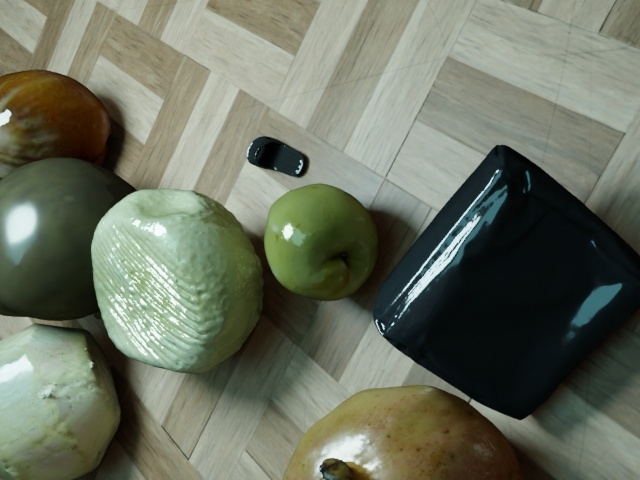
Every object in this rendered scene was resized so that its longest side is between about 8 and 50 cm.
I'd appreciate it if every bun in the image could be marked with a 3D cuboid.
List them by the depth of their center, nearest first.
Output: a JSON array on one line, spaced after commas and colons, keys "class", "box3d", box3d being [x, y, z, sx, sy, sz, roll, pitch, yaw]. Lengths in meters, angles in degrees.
[{"class": "bun", "box3d": [-0.249, 0.072, 1.442, 0.349, 0.227, 0.352, 45, 128, 22]}]

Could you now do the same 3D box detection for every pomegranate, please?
[{"class": "pomegranate", "box3d": [0.093, 0.349, 1.028, 0.338, 0.338, 0.338, -10, 74, 40]}]

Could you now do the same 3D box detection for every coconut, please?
[{"class": "coconut", "box3d": [-0.595, 0.355, 1.647, 0.352, 0.352, 0.353, -10, 74, 40]}]

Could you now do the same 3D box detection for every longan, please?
[{"class": "longan", "box3d": [-0.546, 0.003, 1.643, 0.404, 0.336, 0.404, -32, 21, 14]}]

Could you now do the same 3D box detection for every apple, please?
[{"class": "apple", "box3d": [0.000, 0.000, 1.280, 0.200, 0.200, 0.200, -10, 74, 40]}]

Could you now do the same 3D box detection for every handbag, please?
[{"class": "handbag", "box3d": [0.259, 0.058, 1.066, 0.302, 0.275, 0.178, -54, 7, 21]}]

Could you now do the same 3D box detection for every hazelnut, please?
[{"class": "hazelnut", "box3d": [-0.668, -0.231, 1.821, 0.315, 0.372, 0.372, 35, 106, 11]}]

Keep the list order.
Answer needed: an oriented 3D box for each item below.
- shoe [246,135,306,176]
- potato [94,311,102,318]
[{"class": "shoe", "box3d": [-0.095, -0.161, 1.483, 0.159, 0.053, 0.062, 24, 100, 39]}, {"class": "potato", "box3d": [-0.489, 0.132, 1.776, 0.093, 0.037, 0.036, -49, 49, 23]}]
